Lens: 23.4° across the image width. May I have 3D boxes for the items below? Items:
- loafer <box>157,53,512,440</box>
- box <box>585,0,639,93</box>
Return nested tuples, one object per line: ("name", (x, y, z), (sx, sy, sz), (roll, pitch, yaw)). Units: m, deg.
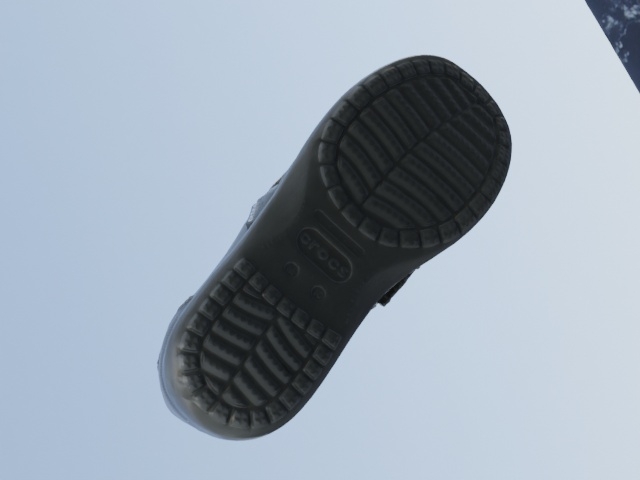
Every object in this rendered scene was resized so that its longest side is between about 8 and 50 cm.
("loafer", (0.000, 0.000, 0.763), (0.094, 0.087, 0.251), (49, -121, -6))
("box", (0.140, -0.074, 0.324), (0.093, 0.158, 0.156), (-27, -96, -29))
